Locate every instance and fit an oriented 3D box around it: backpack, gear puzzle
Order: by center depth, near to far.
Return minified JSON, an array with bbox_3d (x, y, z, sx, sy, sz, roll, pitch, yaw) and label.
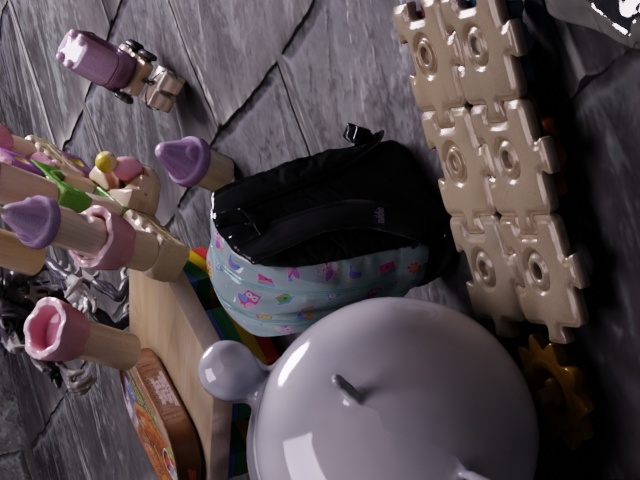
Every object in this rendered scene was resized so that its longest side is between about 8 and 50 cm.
[{"bbox_3d":[0.144,-0.016,1.266,0.175,0.044,0.339,0,107,68],"label":"gear puzzle"},{"bbox_3d":[0.000,0.000,1.446,0.152,0.182,0.115,-126,28,-43],"label":"backpack"}]

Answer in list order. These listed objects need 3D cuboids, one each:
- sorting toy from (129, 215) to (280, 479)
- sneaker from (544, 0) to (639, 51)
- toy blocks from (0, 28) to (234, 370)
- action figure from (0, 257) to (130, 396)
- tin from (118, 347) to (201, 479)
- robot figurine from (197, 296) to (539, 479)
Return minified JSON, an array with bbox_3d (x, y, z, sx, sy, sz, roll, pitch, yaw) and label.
[{"bbox_3d":[-0.129,0.127,2.025,0.257,0.089,0.255,96,152,-46],"label":"sorting toy"},{"bbox_3d":[0.179,-0.175,0.975,0.227,0.087,0.130,-139,32,-66],"label":"sneaker"},{"bbox_3d":[-0.293,-0.068,1.901,0.288,0.260,0.309,38,102,44],"label":"toy blocks"},{"bbox_3d":[-0.300,0.089,2.180,0.141,0.275,0.164,-123,26,-42],"label":"action figure"},{"bbox_3d":[-0.178,0.200,2.023,0.106,0.040,0.190,90,156,-46],"label":"tin"},{"bbox_3d":[0.049,0.150,1.342,0.353,0.300,0.200,112,179,-80],"label":"robot figurine"}]
